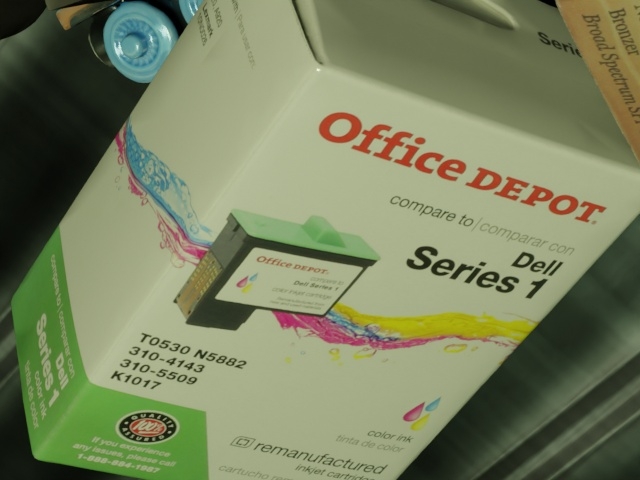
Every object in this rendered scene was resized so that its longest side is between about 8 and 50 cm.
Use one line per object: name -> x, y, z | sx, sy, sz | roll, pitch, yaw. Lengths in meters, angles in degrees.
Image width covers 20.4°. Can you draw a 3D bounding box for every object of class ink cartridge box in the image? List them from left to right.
ink cartridge box -> 0.000, 0.000, 0.876 | 0.201, 0.117, 0.278 | 16, 129, -30

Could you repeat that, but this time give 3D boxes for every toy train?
toy train -> -0.055, -0.153, 0.885 | 0.184, 0.080, 0.105 | -24, 99, 31

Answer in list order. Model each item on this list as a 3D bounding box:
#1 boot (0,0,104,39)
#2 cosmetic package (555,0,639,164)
boot -> -0.196, -0.233, 0.848 | 0.264, 0.096, 0.280 | -12, 96, 37
cosmetic package -> 0.257, -0.132, 0.723 | 0.296, 0.129, 0.153 | -10, 145, 24
